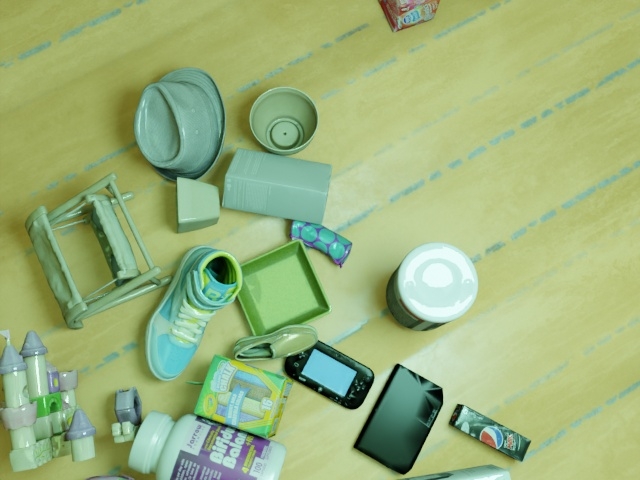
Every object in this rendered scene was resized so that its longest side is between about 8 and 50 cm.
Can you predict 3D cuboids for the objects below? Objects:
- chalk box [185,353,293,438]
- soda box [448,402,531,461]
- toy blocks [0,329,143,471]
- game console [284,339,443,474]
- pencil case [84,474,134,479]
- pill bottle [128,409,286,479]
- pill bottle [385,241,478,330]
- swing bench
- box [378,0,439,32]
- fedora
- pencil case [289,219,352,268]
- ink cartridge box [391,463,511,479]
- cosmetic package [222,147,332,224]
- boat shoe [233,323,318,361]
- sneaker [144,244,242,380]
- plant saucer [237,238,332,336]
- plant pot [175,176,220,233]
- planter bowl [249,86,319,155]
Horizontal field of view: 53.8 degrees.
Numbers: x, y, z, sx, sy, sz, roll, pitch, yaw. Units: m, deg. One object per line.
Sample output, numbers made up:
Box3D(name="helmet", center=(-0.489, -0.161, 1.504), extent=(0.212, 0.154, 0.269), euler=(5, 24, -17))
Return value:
Box3D(name="chalk box", center=(-0.184, 0.329, 1.369), extent=(0.213, 0.132, 0.132), euler=(17, 78, 8))
Box3D(name="soda box", center=(0.376, 0.427, 1.408), extent=(0.169, 0.060, 0.053), euler=(27, 79, 4))
Box3D(name="toy blocks", center=(-0.551, 0.306, 1.287), extent=(0.309, 0.288, 0.260), euler=(-9, 83, -1))
Box3D(name="game console", center=(0.083, 0.349, 1.425), extent=(0.361, 0.044, 0.213), euler=(28, 78, 5))
Box3D(name="pencil case", center=(-0.449, 0.638, 1.307), extent=(0.124, 0.124, 0.284), euler=(2, 78, -2))
Box3D(name="pill bottle", center=(-0.236, 0.464, 1.323), extent=(0.301, 0.169, 0.169), euler=(18, 77, 2))
Box3D(name="pill bottle", center=(0.226, 0.110, 1.360), extent=(0.161, 0.283, 0.161), euler=(0, 77, -2))
Box3D(name="swing bench", center=(-0.508, 0.029, 1.415), extent=(0.255, 0.165, 0.253), euler=(-27, 80, -7))
Box3D(name="box", center=(0.200, -0.689, 1.620), extent=(0.123, 0.128, 0.257), euler=(-21, 79, -7))
Box3D(name="fedora", center=(-0.346, -0.272, 1.464), extent=(0.244, 0.124, 0.275), euler=(-2, 93, 23))
Box3D(name="pencil case", center=(0.000, 0.000, 1.490), extent=(0.152, 0.064, 0.070), euler=(28, 62, 5))
Box3D(name="ink cartridge box", center=(0.258, 0.615, 1.327), extent=(0.306, 0.131, 0.226), euler=(-8, 78, -5))
Box3D(name="cosmetic package", center=(-0.097, -0.128, 1.474), extent=(0.238, 0.107, 0.127), euler=(14, 39, 0))
Box3D(name="boat shoe", center=(-0.097, 0.236, 1.386), extent=(0.190, 0.072, 0.068), euler=(-16, 101, 2))
Box3D(name="sneaker", center=(-0.274, 0.154, 1.363), extent=(0.127, 0.208, 0.319), euler=(23, 76, -26))
Box3D(name="plant saucer", center=(-0.092, 0.119, 1.462), extent=(0.188, 0.045, 0.188), euler=(-24, 80, 0))
Box3D(name="plant pot", center=(-0.288, -0.082, 1.482), extent=(0.096, 0.109, 0.109), euler=(-2, 77, -15))
Box3D(name="planter bowl", center=(-0.086, -0.274, 1.526), extent=(0.162, 0.109, 0.162), euler=(0, 78, -2))
